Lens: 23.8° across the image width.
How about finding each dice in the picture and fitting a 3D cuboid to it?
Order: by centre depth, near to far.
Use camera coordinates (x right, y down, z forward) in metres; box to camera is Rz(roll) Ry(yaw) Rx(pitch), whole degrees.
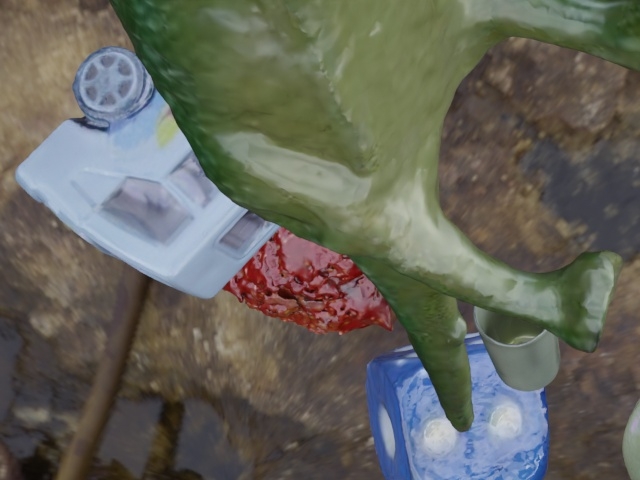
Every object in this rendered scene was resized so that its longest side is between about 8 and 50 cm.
[{"bbox_3d":[0.125,0.162,1.393,0.146,0.146,0.143,-7,93,-8],"label":"dice"}]

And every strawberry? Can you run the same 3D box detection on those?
[{"bbox_3d":[0.000,0.000,1.343,0.201,0.187,0.184,-20,94,24],"label":"strawberry"}]

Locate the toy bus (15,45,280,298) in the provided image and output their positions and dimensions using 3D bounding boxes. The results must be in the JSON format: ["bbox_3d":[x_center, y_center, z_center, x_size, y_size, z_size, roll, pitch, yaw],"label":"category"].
[{"bbox_3d":[-0.024,-0.112,0.905,0.330,0.109,0.136,-47,71,3],"label":"toy bus"}]

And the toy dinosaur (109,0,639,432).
[{"bbox_3d":[-0.060,-0.079,0.383,0.301,0.447,0.087,14,54,11],"label":"toy dinosaur"}]

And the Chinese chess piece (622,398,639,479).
[{"bbox_3d":[0.447,0.201,1.641,0.250,0.250,0.101,-32,50,-8],"label":"Chinese chess piece"}]

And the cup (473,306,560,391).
[{"bbox_3d":[0.131,0.064,1.061,0.075,0.083,0.054,19,67,25],"label":"cup"}]
